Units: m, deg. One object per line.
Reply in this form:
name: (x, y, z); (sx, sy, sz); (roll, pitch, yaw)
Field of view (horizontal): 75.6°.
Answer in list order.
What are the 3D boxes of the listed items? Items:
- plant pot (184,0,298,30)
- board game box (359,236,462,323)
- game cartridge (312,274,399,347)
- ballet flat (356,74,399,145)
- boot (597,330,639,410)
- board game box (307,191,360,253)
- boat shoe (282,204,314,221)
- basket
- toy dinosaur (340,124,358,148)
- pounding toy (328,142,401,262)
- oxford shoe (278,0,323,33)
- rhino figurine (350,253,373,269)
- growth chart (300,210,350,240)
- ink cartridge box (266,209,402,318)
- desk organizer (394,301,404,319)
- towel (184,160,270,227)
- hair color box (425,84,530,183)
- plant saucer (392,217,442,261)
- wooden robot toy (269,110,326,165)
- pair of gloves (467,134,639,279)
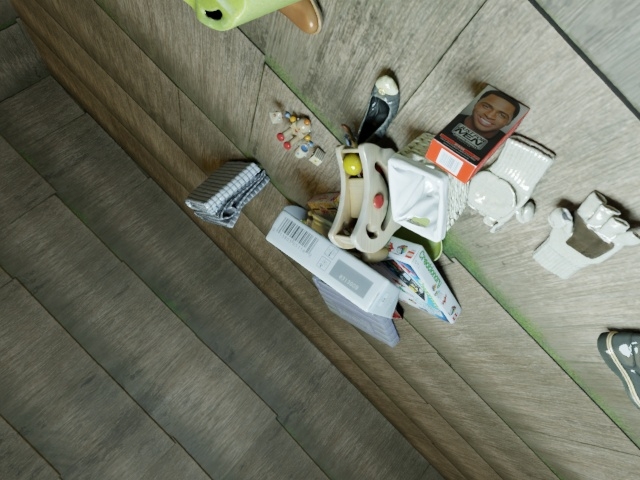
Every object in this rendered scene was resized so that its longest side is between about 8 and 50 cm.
plant pot: (-0.071, -0.405, 0.507); (0.276, 0.254, 0.276); (38, 157, 20)
board game box: (0.223, 0.092, 1.054); (0.193, 0.053, 0.305); (21, 160, 46)
game cartridge: (0.135, 0.260, 1.595); (0.355, 0.068, 0.230); (23, 153, 44)
ballet flat: (0.106, -0.233, 0.769); (0.057, 0.049, 0.173); (42, 159, 14)
boot: (0.591, 0.234, 0.693); (0.198, 0.077, 0.137); (46, 154, -3)
board game box: (0.062, -0.048, 1.189); (0.193, 0.045, 0.146); (54, 157, -22)
boat shoe: (-0.023, -0.008, 1.366); (0.267, 0.096, 0.088); (36, 154, 1)
basket: (0.202, -0.099, 0.761); (0.113, 0.103, 0.167); (32, 154, 32)
toy dinosaur: (0.086, -0.204, 0.904); (0.082, 0.047, 0.090); (46, -152, -50)
pounding toy: (0.067, -0.065, 0.858); (0.155, 0.154, 0.270); (10, 116, 47)
oxford shoe: (-0.084, -0.435, 0.727); (0.212, 0.076, 0.076); (44, 157, 0)
rhino figurine: (0.125, 0.084, 1.205); (0.106, 0.073, 0.243); (22, 168, 38)
growth chart: (0.000, 0.000, 1.227); (0.172, 0.021, 0.237); (32, 151, 6)
ink cartridge box: (0.072, 0.079, 1.074); (0.308, 0.091, 0.385); (33, -178, 25)
desk organizer: (0.226, 0.191, 1.316); (0.130, 0.047, 0.050); (53, 155, -18)
towel: (-0.321, -0.165, 1.431); (0.283, 0.235, 0.121); (15, 146, 55)
hair color box: (0.220, -0.151, 0.580); (0.072, 0.141, 0.043); (39, 157, 16)
plant saucer: (0.189, -0.047, 0.968); (0.241, 0.037, 0.241); (38, 158, 18)
wooden robot toy: (-0.049, -0.257, 0.993); (0.173, 0.076, 0.079); (50, 148, -11)
pair of gloves: (0.354, -0.040, 0.672); (0.240, 0.042, 0.204); (42, 159, 12)
